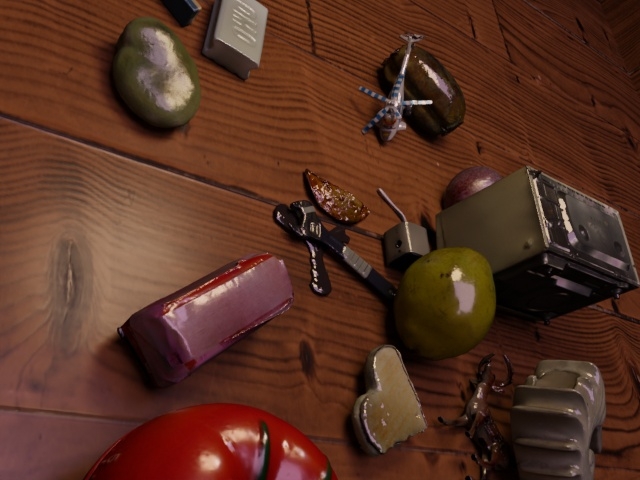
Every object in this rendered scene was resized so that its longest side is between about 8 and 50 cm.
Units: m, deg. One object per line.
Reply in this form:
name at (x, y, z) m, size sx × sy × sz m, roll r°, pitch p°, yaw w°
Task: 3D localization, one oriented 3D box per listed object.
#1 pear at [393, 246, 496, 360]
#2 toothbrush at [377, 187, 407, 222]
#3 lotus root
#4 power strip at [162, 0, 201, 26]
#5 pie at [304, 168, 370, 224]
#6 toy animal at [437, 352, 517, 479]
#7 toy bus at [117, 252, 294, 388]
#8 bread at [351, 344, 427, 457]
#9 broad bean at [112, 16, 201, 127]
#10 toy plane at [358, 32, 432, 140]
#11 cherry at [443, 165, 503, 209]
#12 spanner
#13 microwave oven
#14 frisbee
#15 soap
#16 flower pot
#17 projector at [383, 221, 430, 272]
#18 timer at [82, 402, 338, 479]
pear at (0.265, 0.130, 1.458) m, size 0.212 × 0.212 × 0.269 m, roll 42°, pitch 70°, yaw -14°
toothbrush at (0.190, -0.062, 1.663) m, size 0.162 × 0.014 × 0.017 m, roll 48°, pitch 56°, yaw -7°
lotus root at (0.291, -0.413, 1.883) m, size 0.274 × 0.152 × 0.160 m, roll 52°, pitch 30°, yaw -6°
power strip at (-0.311, -0.523, 1.470) m, size 0.123 × 0.056 × 0.032 m, roll 51°, pitch 43°, yaw -3°
pie at (0.040, -0.085, 1.527) m, size 0.191 × 0.033 × 0.088 m, roll 30°, pitch 51°, yaw -26°
toy animal at (0.354, 0.384, 1.488) m, size 0.260 × 0.087 × 0.243 m, roll -11°, pitch 87°, yaw -50°
toy bus at (-0.169, 0.119, 1.120) m, size 0.303 × 0.147 × 0.127 m, roll -29°, pitch 91°, yaw -47°
bread at (0.134, 0.317, 1.323) m, size 0.173 × 0.064 × 0.232 m, roll 35°, pitch 47°, yaw -22°
broad bean at (-0.311, -0.318, 1.315) m, size 0.169 × 0.100 × 0.227 m, roll 7°, pitch 71°, yaw -31°
toy plane at (0.190, -0.389, 1.767) m, size 0.107 × 0.182 × 0.273 m, roll 66°, pitch 21°, yaw -74°
cherry at (0.411, -0.117, 1.809) m, size 0.176 × 0.140 × 0.176 m, roll 10°, pitch 70°, yaw -29°
spanner at (0.050, 0.032, 1.450) m, size 0.316 × 0.024 × 0.087 m, roll 41°, pitch 43°, yaw -18°
microwave oven at (0.517, 0.040, 1.669) m, size 0.395 × 0.333 × 0.247 m, roll 17°, pitch 58°, yaw -35°
frisbee at (0.000, 0.000, 1.447) m, size 0.187 × 0.012 × 0.211 m, roll -26°, pitch 83°, yaw -49°
soap at (-0.188, -0.468, 1.542) m, size 0.119 × 0.067 × 0.198 m, roll 28°, pitch 48°, yaw -30°
flower pot at (0.536, 0.402, 1.518) m, size 0.368 × 0.165 × 0.254 m, roll -21°, pitch 104°, yaw -56°
projector at (0.196, 0.016, 1.563) m, size 0.083 × 0.083 × 0.082 m, roll 19°, pitch 52°, yaw -33°
timer at (-0.136, 0.398, 0.862) m, size 0.378 × 0.279 × 0.377 m, roll 25°, pitch 48°, yaw -31°
